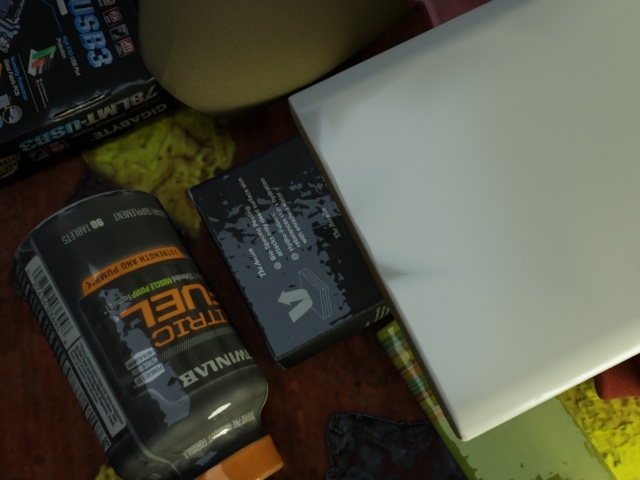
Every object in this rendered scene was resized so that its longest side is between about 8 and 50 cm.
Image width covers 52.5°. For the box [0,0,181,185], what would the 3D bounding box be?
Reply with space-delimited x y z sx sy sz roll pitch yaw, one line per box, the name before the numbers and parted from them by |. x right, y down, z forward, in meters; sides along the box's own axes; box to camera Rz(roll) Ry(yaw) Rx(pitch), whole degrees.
box | -0.324 -0.203 0.630 0.293 0.073 0.295 -24 74 -5

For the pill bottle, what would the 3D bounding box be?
pill bottle | -0.126 0.092 0.504 0.130 0.130 0.246 -33 75 -6

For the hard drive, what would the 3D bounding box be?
hard drive | 0.170 -0.056 0.371 0.318 0.040 0.210 -26 80 -3

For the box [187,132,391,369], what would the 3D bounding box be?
box | 0.000 0.000 0.541 0.158 0.093 0.156 -28 75 -5

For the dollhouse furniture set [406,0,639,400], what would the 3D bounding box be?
dollhouse furniture set | 0.179 -0.004 0.485 0.152 0.201 0.374 -17 80 -2

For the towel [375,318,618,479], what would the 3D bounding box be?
towel | 0.149 0.149 0.530 0.102 0.021 0.237 -32 76 0

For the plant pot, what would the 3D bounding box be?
plant pot | -0.032 -0.231 0.510 0.256 0.274 0.256 25 42 -24
